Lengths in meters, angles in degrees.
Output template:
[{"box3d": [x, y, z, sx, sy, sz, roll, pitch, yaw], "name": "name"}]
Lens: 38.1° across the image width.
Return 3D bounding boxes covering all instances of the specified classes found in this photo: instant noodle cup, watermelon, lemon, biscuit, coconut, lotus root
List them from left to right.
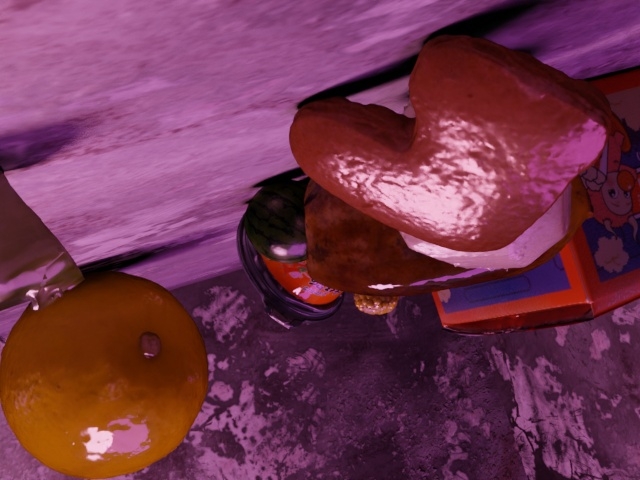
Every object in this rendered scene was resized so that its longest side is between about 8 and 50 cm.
[{"box3d": [-0.335, 0.207, 1.456, 0.348, 0.348, 0.348, -18, 178, -1], "name": "lemon"}, {"box3d": [-0.032, -0.021, 1.051, 0.109, 0.109, 0.109, -18, 178, -1], "name": "watermelon"}, {"box3d": [0.000, 0.000, 1.181, 0.178, 0.208, 0.125, 23, 136, -35], "name": "instant noodle cup"}, {"box3d": [0.078, -0.067, 0.635, 0.192, 0.186, 0.036, -56, -172, 53], "name": "biscuit"}, {"box3d": [0.128, -0.038, 0.954, 0.291, 0.193, 0.193, -7, -179, 19], "name": "lotus root"}, {"box3d": [0.125, -0.059, 0.773, 0.162, 0.161, 0.161, 2, -176, 18], "name": "coconut"}]

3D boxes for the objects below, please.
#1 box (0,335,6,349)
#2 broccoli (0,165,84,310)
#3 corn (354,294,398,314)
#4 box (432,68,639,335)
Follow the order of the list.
[{"box3d": [-0.512, 0.214, 1.176, 0.269, 0.079, 0.135, -62, 178, -16], "name": "box"}, {"box3d": [-0.323, 0.082, 0.538, 0.361, 0.221, 0.252, -17, 142, -30], "name": "broccoli"}, {"box3d": [0.075, -0.010, 1.103, 0.067, 0.206, 0.067, 6, 157, 3], "name": "corn"}, {"box3d": [0.336, -0.053, 1.196, 0.349, 0.256, 0.318, -17, 179, -27], "name": "box"}]
